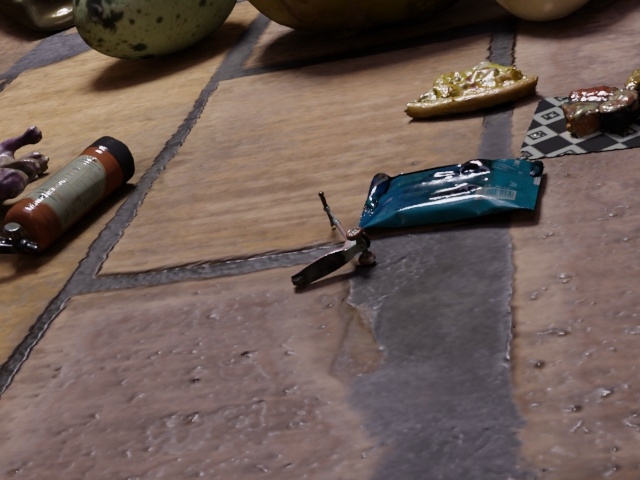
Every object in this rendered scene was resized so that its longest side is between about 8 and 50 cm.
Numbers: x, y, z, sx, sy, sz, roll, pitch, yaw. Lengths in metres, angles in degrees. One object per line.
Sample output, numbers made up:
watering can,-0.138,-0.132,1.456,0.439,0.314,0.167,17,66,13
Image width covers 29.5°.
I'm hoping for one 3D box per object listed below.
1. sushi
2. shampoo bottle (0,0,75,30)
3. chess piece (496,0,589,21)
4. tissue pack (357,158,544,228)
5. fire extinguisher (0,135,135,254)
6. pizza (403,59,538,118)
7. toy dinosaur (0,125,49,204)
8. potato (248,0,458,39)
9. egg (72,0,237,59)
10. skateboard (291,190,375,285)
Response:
sushi,0.226,-0.109,0.982,0.126,0.026,0.120,-5,29,22
shampoo bottle,-0.442,-0.386,1.853,0.125,0.084,0.350,-27,27,-17
chess piece,0.299,-0.324,1.251,0.299,0.167,0.167,-36,31,-21
tissue pack,0.097,-0.038,0.920,0.138,0.028,0.085,-9,27,22
fire extinguisher,-0.232,-0.033,1.068,0.062,0.050,0.177,18,37,20
pizza,0.137,-0.145,1.108,0.122,0.026,0.109,-10,24,13
toy dinosaur,-0.355,-0.048,1.141,0.251,0.072,0.200,-10,25,15
potato,0.062,-0.310,1.311,0.299,0.196,0.246,-40,-3,18
egg,-0.196,-0.304,1.447,0.177,0.177,0.228,15,53,46
skateboard,0.000,0.000,0.899,0.063,0.032,0.083,-28,29,0
